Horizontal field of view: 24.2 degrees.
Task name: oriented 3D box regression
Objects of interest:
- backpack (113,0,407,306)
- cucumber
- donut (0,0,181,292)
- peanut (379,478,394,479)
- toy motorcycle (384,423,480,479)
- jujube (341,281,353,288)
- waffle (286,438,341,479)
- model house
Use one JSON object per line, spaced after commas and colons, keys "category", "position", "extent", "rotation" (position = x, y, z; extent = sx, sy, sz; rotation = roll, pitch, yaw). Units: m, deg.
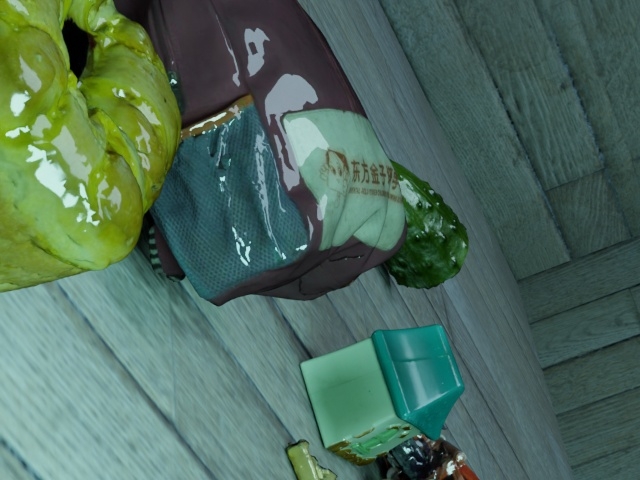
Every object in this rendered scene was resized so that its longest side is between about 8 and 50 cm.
{"category": "backpack", "position": [-0.077, -0.104, 1.200], "extent": [0.317, 0.197, 0.283], "rotation": [65, 12, 8]}
{"category": "cucumber", "position": [0.112, -0.044, 2.146], "extent": [0.244, 0.134, 0.134], "rotation": [53, 19, -38]}
{"category": "donut", "position": [-0.177, -0.090, 0.868], "extent": [0.261, 0.128, 0.208], "rotation": [-81, 147, -68]}
{"category": "peanut", "position": [0.068, 0.288, 1.520], "extent": [0.113, 0.054, 0.054], "rotation": [-87, 153, -58]}
{"category": "toy motorcycle", "position": [0.138, 0.283, 1.704], "extent": [0.171, 0.089, 0.298], "rotation": [56, -1, 27]}
{"category": "jujube", "position": [0.000, 0.000, 1.668], "extent": [0.129, 0.077, 0.077], "rotation": [52, 19, -38]}
{"category": "waffle", "position": [0.009, 0.229, 1.418], "extent": [0.152, 0.023, 0.097], "rotation": [4, 66, -76]}
{"category": "model house", "position": [0.073, 0.156, 1.536], "extent": [0.127, 0.149, 0.100], "rotation": [41, 26, -64]}
